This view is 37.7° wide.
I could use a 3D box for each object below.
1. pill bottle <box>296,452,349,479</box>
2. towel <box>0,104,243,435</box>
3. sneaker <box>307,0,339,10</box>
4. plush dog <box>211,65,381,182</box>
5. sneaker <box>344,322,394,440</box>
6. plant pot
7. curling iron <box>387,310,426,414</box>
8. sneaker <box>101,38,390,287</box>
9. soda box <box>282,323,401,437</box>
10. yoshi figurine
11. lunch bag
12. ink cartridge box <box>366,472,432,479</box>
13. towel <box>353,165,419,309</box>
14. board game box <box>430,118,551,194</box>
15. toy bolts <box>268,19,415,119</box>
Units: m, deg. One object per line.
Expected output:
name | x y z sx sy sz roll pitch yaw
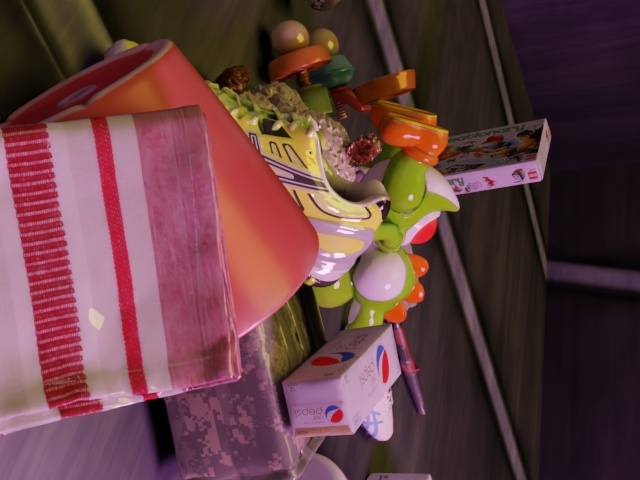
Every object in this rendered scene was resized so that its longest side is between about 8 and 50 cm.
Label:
pill bottle | 0.009 0.419 1.313 0.265 0.153 0.153 58 34 -45
towel | -0.230 0.029 0.730 0.329 0.037 0.237 -10 95 -23
sneaker | -0.090 -0.475 1.378 0.182 0.158 0.410 -51 142 -16
plush dog | -0.065 -0.115 1.260 0.225 0.210 0.262 5 79 -43
sneaker | 0.101 0.251 1.651 0.085 0.086 0.237 -51 132 -61
plant pot | -0.172 -0.041 0.903 0.243 0.275 0.275 62 30 -23
curling iron | 0.183 0.247 1.904 0.068 0.035 0.274 -60 138 -53
sneaker | -0.082 -0.112 1.093 0.384 0.147 0.145 39 18 -23
soda box | 0.031 0.161 1.103 0.216 0.074 0.069 -27 107 -69
yoshi figurine | 0.062 -0.028 1.424 0.203 0.203 0.362 -6 116 -46
lunch bag | -0.077 0.146 1.168 0.287 0.169 0.235 -33 112 -73
ink cartridge box | 0.159 0.583 1.659 0.211 0.121 0.289 -68 144 -48
towel | 0.126 0.000 1.796 0.187 0.049 0.282 -2 81 -68
board game box | 0.326 -0.169 1.990 0.193 0.305 0.053 -63 137 -53
toy bolts | 0.030 -0.283 1.500 0.228 0.218 0.158 -36 108 -84
